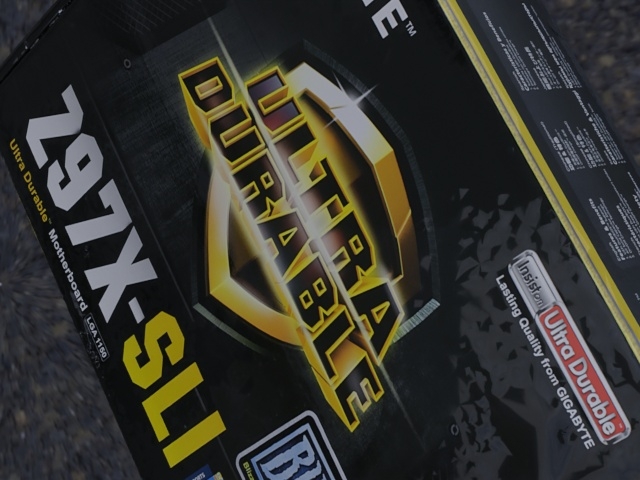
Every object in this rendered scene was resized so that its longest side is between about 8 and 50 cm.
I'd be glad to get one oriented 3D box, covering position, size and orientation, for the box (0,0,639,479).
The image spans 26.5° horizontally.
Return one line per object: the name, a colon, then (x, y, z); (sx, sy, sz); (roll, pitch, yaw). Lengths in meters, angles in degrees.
box: (0.000, 0.000, 0.576); (0.079, 0.257, 0.322); (-9, 68, -48)
